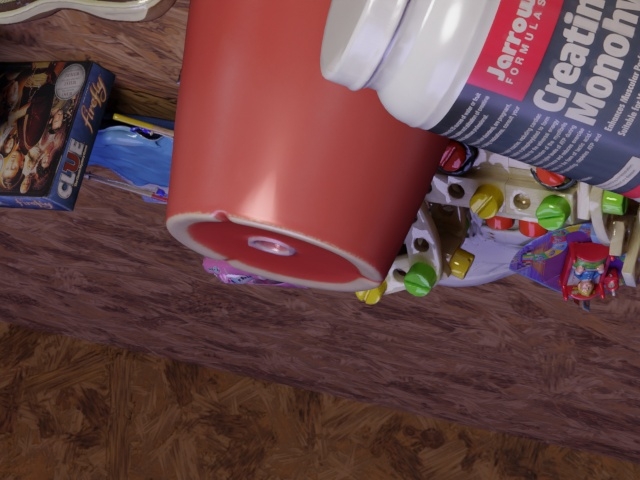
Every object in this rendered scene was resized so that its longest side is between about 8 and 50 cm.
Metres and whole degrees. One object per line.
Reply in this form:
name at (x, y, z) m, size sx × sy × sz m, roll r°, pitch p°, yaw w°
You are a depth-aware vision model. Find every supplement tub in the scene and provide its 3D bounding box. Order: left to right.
supplement tub at (0.155, -0.150, 1.207) m, size 0.272 × 0.191 × 0.191 m, roll 17°, pitch 166°, yaw -11°

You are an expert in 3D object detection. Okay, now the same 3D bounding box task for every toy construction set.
toy construction set at (0.187, -0.027, 1.681) m, size 0.328 × 0.151 × 0.215 m, roll 1°, pitch 122°, yaw 11°

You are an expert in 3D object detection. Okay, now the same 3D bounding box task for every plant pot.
plant pot at (-0.010, -0.099, 1.481) m, size 0.275 × 0.243 × 0.275 m, roll 15°, pitch 166°, yaw 4°

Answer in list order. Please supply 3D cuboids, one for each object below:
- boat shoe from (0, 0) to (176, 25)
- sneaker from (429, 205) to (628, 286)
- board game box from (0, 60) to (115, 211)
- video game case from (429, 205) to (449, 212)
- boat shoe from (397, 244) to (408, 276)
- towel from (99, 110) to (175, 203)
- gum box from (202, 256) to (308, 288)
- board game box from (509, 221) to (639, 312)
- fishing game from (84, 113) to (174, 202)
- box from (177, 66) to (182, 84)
boat shoe at (-0.245, -0.250, 1.492) m, size 0.258 × 0.095 × 0.095 m, roll 2°, pitch 148°, yaw 25°
sneaker at (0.182, -0.027, 1.880) m, size 0.293 × 0.108 × 0.169 m, roll -6°, pitch 155°, yaw 33°
board game box at (-0.352, -0.119, 1.935) m, size 0.243 × 0.165 × 0.042 m, roll 3°, pitch 162°, yaw 39°
video game case at (0.204, -0.005, 2.106) m, size 0.166 × 0.015 × 0.119 m, roll 22°, pitch 165°, yaw -26°
boat shoe at (0.000, 0.000, 1.958) m, size 0.111 × 0.104 × 0.307 m, roll 2°, pitch -159°, yaw -44°
towel at (-0.185, -0.092, 2.140) m, size 0.209 × 0.034 × 0.285 m, roll 9°, pitch 165°, yaw 21°
gum box at (-0.051, -0.038, 1.880) m, size 0.107 × 0.188 × 0.062 m, roll 4°, pitch 163°, yaw 37°
board game box at (0.288, 0.034, 1.821) m, size 0.133 × 0.033 × 0.169 m, roll -29°, pitch 144°, yaw 36°
fishing game at (-0.204, -0.101, 1.994) m, size 0.189 × 0.041 × 0.264 m, roll 15°, pitch 164°, yaw -8°
box at (-0.068, -0.155, 1.775) m, size 0.137 × 0.027 × 0.094 m, roll 23°, pitch 166°, yaw -29°
